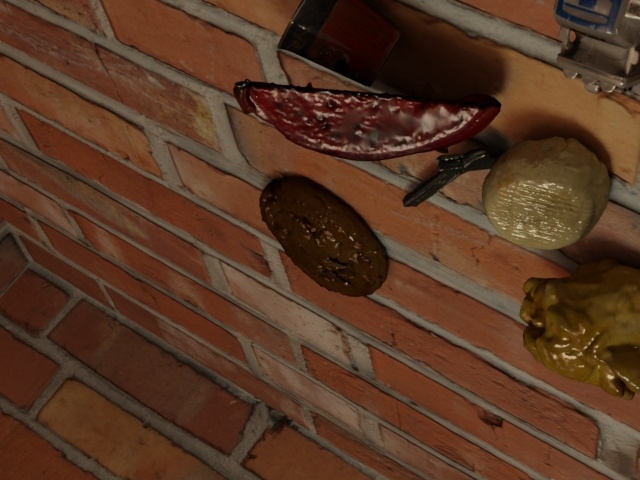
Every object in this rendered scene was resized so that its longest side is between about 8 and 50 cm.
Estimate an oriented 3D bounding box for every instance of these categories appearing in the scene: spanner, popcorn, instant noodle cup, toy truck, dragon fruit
[{"bbox_3d":[0.185,-0.092,1.667,0.093,0.026,0.325,-3,170,-14],"label":"spanner"},{"bbox_3d":[0.409,0.121,1.590,0.253,0.190,0.191,24,-174,7],"label":"popcorn"},{"bbox_3d":[0.030,-0.275,1.484,0.135,0.127,0.127,31,158,-3],"label":"instant noodle cup"},{"bbox_3d":[0.296,-0.227,1.052,0.161,0.213,0.177,27,120,31],"label":"toy truck"},{"bbox_3d":[0.066,-0.160,1.501,0.343,0.100,0.282,5,-171,6],"label":"dragon fruit"}]

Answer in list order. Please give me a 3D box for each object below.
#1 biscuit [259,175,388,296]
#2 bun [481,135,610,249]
[{"bbox_3d":[-0.001,0.002,2.088,0.296,0.075,0.296,32,156,16],"label":"biscuit"},{"bbox_3d":[0.300,-0.070,1.478,0.164,0.111,0.188,13,148,13],"label":"bun"}]
